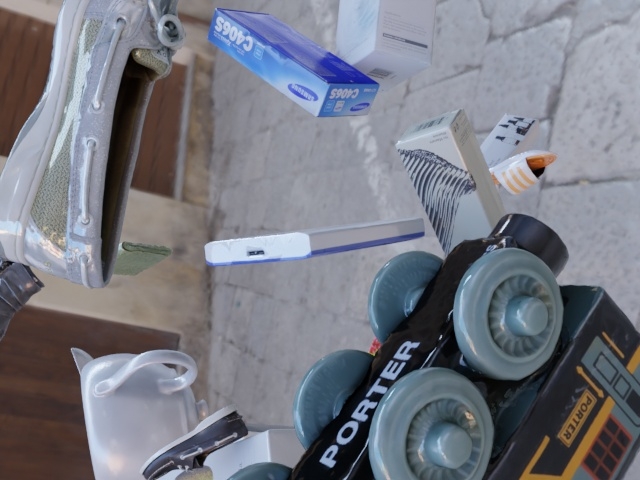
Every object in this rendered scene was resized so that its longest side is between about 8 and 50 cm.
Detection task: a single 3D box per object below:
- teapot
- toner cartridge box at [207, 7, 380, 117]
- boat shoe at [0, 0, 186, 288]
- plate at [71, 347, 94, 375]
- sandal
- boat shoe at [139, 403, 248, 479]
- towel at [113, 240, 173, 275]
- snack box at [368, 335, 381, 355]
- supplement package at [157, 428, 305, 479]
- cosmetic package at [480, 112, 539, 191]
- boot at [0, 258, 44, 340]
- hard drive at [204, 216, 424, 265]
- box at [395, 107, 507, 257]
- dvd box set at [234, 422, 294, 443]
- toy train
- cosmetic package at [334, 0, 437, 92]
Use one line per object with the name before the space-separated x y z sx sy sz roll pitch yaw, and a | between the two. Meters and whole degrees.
teapot | -0.273 0.287 1.193 0.256 0.187 0.252 -179 79 -75
toner cartridge box | -0.060 -0.369 1.532 0.348 0.165 0.075 40 123 29
boat shoe | -0.172 -0.120 0.630 0.118 0.103 0.320 93 -162 -83
plate | -0.464 0.377 1.626 0.278 0.045 0.277 63 162 13
sandal | 0.439 -0.137 1.735 0.265 0.102 0.076 -22 68 45
boat shoe | -0.132 0.220 0.778 0.038 0.125 0.046 56 -178 16
towel | -0.374 0.037 1.470 0.110 0.148 0.027 -29 74 23
snack box | 0.223 0.215 1.708 0.207 0.175 0.070 -67 -12 3
supplement package | -0.071 0.307 0.842 0.244 0.134 0.139 -32 58 41
cosmetic package | 0.478 -0.236 1.958 0.099 0.060 0.239 19 56 36
boot | -0.748 0.082 1.512 0.222 0.338 0.118 -60 -3 -18
hard drive | 0.000 0.000 1.215 0.210 0.319 0.040 -6 92 38
box | 0.244 -0.083 1.314 0.113 0.275 0.094 -16 21 33
dvd box set | -0.104 0.519 1.235 0.062 0.308 0.420 10 81 34
toy train | 0.076 0.144 0.453 0.334 0.190 0.142 -52 19 -20
cosmetic package | 0.134 -0.461 1.577 0.224 0.138 0.224 168 110 -68
